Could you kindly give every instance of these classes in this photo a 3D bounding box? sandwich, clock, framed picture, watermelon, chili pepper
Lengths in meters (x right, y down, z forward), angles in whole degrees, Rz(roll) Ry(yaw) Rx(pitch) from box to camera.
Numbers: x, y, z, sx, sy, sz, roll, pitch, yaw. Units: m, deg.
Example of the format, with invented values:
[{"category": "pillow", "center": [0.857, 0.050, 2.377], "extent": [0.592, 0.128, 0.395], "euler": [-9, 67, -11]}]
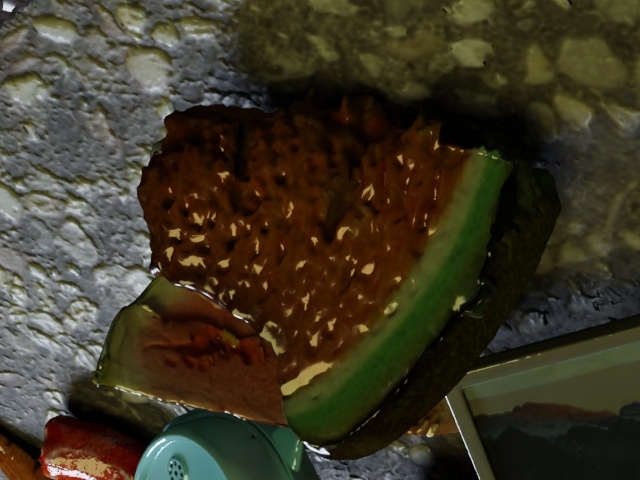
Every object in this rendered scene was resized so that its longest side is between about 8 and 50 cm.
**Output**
[{"category": "sandwich", "center": [0.000, 0.000, 1.151], "extent": [0.301, 0.162, 0.250], "euler": [31, 94, 18]}, {"category": "clock", "center": [-0.087, 0.257, 1.403], "extent": [0.223, 0.094, 0.274], "euler": [32, 120, 43]}, {"category": "framed picture", "center": [0.241, 0.134, 1.178], "extent": [0.265, 0.018, 0.192], "euler": [-17, 124, 11]}, {"category": "watermelon", "center": [-0.018, 0.063, 1.244], "extent": [0.303, 0.159, 0.128], "euler": [9, 103, -6]}, {"category": "chili pepper", "center": [-0.213, 0.212, 1.522], "extent": [0.123, 0.073, 0.070], "euler": [20, 120, 6]}]

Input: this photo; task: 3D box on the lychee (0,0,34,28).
[{"category": "lychee", "center": [-0.282, -0.253, 1.007], "extent": [0.300, 0.300, 0.300], "euler": [15, 134, 16]}]

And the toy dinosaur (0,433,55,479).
[{"category": "toy dinosaur", "center": [-0.255, 0.304, 1.613], "extent": [0.432, 0.097, 0.208], "euler": [19, 124, 8]}]
